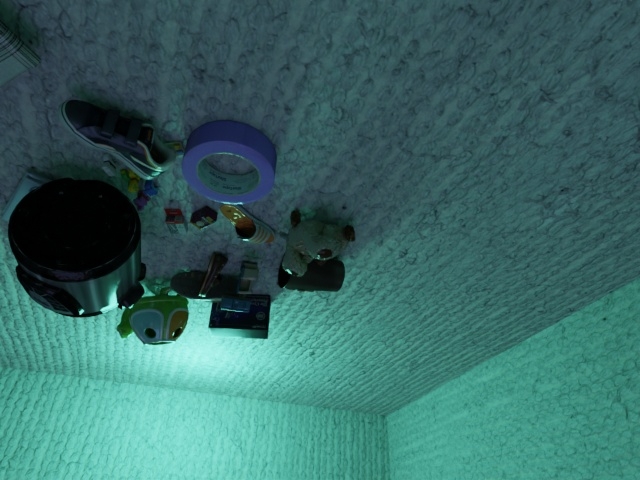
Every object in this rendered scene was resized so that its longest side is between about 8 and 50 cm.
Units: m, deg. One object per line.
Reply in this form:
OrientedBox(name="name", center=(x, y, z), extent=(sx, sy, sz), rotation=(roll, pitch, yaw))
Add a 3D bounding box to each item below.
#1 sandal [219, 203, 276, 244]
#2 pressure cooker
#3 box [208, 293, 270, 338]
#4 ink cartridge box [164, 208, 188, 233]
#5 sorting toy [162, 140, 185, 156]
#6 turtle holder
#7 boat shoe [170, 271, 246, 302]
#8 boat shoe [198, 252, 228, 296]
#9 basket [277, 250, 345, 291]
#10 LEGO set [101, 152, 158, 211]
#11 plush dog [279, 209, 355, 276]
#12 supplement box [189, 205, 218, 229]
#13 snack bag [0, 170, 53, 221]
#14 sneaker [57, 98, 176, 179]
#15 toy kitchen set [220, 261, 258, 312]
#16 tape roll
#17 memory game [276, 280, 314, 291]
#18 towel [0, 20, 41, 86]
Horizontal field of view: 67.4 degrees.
OrientedBox(name="sandal", center=(-0.270, -0.040, 1.726), extent=(0.101, 0.076, 0.265), rotation=(-21, 139, 29))
OrientedBox(name="pressure cooker", center=(-0.769, 0.050, 1.564), extent=(0.375, 0.370, 0.420), rotation=(-7, 153, -24))
OrientedBox(name="box", center=(-0.363, 0.342, 2.182), extent=(0.261, 0.184, 0.103), rotation=(2, 146, -2))
OrientedBox(name="ink cartridge box", center=(-0.524, -0.068, 1.734), extent=(0.062, 0.029, 0.115), rotation=(1, 145, 1))
OrientedBox(name="sorting toy", center=(-0.454, -0.273, 1.454), extent=(0.083, 0.012, 0.062), rotation=(-4, 145, 7))
OrientedBox(name="turtle holder", center=(-0.740, 0.341, 2.104), extent=(0.320, 0.228, 0.243), rotation=(-2, 163, -12))
OrientedBox(name="boat shoe", center=(-0.481, 0.215, 2.066), extent=(0.324, 0.123, 0.116), rotation=(12, 159, -6))
OrientedBox(name="boat shoe", center=(-0.436, 0.149, 1.948), extent=(0.073, 0.073, 0.207), rotation=(20, 115, -17))
OrientedBox(name="basket", center=(-0.031, 0.126, 1.898), extent=(0.226, 0.154, 0.204), rotation=(11, 150, -20))
OrientedBox(name="LEGO set", center=(-0.597, -0.173, 1.531), extent=(0.086, 0.093, 0.227), rotation=(-10, 143, 15))
OrientedBox(name="plush dog", center=(0.000, 0.000, 1.717), extent=(0.225, 0.211, 0.262), rotation=(5, 152, -40))
OrientedBox(name="supplement box", center=(-0.414, -0.080, 1.702), extent=(0.083, 0.043, 0.055), rotation=(-23, 137, 30))
OrientedBox(name="snack bag", center=(-0.911, -0.093, 1.709), extent=(0.342, 0.037, 0.323), rotation=(25, 139, -34))
OrientedBox(name="sneaker", center=(-0.547, -0.296, 1.332), extent=(0.127, 0.126, 0.321), rotation=(-20, 146, 29))
OrientedBox(name="toy kitchen set", center=(-0.328, 0.195, 1.928), extent=(0.122, 0.207, 0.166), rotation=(9, -174, -11))
OrientedBox(name="tape roll", center=(-0.272, -0.229, 1.447), extent=(0.274, 0.090, 0.275), rotation=(1, 146, 1))
OrientedBox(name="memory game", center=(-0.092, 0.187, 2.001), extent=(0.186, 0.012, 0.186), rotation=(8, -174, -1))
OrientedBox(name="towel", center=(-0.867, -0.458, 1.073), extent=(0.324, 0.056, 0.312), rotation=(-13, 144, 21))
